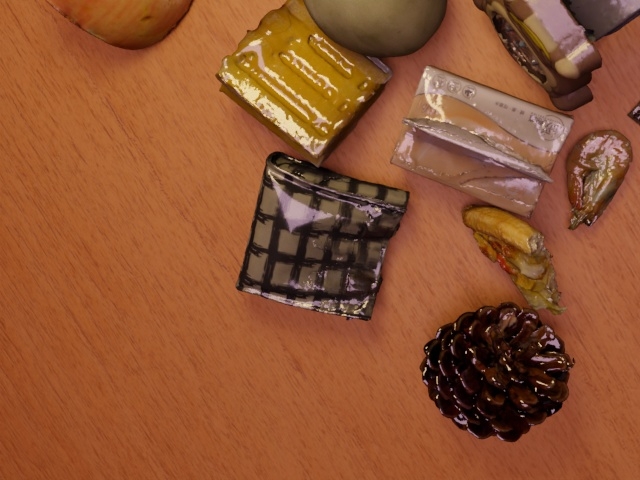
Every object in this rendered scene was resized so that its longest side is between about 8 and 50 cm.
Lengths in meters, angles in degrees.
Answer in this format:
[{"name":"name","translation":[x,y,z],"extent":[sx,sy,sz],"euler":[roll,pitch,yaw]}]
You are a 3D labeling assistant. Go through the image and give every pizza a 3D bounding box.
[{"name":"pizza","translation":[0.407,0.055,1.229],"extent":[0.075,0.280,0.288],"euler":[-38,102,-2]}]

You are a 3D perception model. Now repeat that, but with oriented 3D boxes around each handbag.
[{"name":"handbag","translation":[0.000,0.000,1.370],"extent":[0.327,0.162,0.325],"euler":[16,110,3]}]

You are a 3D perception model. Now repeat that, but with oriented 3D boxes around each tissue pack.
[{"name":"tissue pack","translation":[0.312,-0.194,1.196],"extent":[0.305,0.238,0.238],"euler":[24,108,9]}]

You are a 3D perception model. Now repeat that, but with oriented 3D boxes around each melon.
[{"name":"melon","translation":[0.102,-0.480,1.151],"extent":[0.271,0.308,0.272],"euler":[4,97,40]}]

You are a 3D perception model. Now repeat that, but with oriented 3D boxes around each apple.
[{"name":"apple","translation":[-0.427,-0.606,1.323],"extent":[0.309,0.314,0.252],"euler":[-43,47,20]}]

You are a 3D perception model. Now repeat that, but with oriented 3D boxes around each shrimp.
[{"name":"shrimp","translation":[0.547,-0.121,1.240],"extent":[0.115,0.051,0.217],"euler":[23,109,16]}]

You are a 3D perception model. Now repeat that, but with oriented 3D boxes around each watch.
[{"name":"watch","translation":[0.475,-0.431,1.032],"extent":[0.327,0.335,0.314],"euler":[-37,91,14]}]

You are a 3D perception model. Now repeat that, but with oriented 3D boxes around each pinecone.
[{"name":"pinecone","translation":[0.371,0.277,1.272],"extent":[0.298,0.242,0.296],"euler":[19,138,0]}]

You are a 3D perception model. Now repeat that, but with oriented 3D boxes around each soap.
[{"name":"soap","translation":[-0.033,-0.336,1.280],"extent":[0.281,0.143,0.259],"euler":[41,81,5]}]

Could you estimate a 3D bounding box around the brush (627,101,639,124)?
[{"name":"brush","translation":[0.712,-0.182,1.186],"extent":[0.248,0.036,0.043],"euler":[40,114,4]}]
